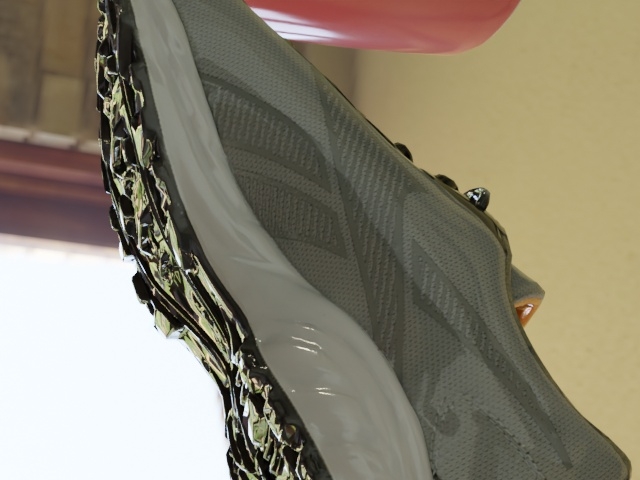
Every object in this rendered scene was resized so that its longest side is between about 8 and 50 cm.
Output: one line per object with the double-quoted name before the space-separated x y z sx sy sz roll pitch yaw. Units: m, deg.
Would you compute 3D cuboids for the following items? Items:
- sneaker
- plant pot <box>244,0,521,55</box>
"sneaker" 0.000 0.000 0.586 0.271 0.108 0.100 62 -21 27
"plant pot" 0.020 -0.258 1.339 0.275 0.243 0.275 -34 -130 52
